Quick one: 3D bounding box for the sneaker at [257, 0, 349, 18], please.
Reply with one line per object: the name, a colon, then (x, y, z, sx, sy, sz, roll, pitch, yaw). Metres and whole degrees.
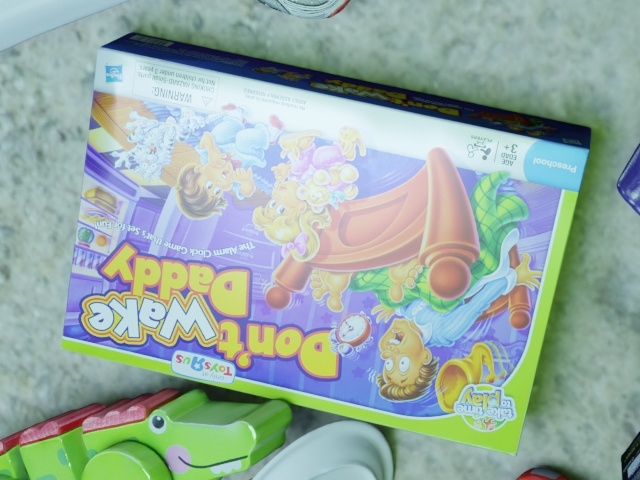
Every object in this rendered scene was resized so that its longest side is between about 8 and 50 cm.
sneaker: (-0.071, -0.231, 0.988, 0.225, 0.092, 0.088, 40, 109, -3)

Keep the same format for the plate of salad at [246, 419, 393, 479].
plate of salad: (-0.022, 0.217, 1.075, 0.048, 0.200, 0.199, 30, 113, 36)

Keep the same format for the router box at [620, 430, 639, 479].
router box: (0.301, 0.211, 1.026, 0.179, 0.133, 0.046, 31, 108, 1)

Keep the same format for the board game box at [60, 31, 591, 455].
board game box: (0.000, 0.000, 1.050, 0.347, 0.078, 0.233, 12, 108, 7)

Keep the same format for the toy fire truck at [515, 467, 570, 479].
toy fire truck: (0.112, 0.245, 1.107, 0.135, 0.047, 0.192, 31, 97, 23)

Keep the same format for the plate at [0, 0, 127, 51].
plate: (-0.267, -0.263, 0.998, 0.278, 0.045, 0.277, -15, 103, 34)

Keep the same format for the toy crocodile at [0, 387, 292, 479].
toy crocodile: (-0.176, 0.167, 1.090, 0.341, 0.115, 0.105, -18, 92, 31)

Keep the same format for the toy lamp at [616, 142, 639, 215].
toy lamp: (0.311, -0.115, 0.959, 0.080, 0.080, 0.274, 43, 109, -3)
